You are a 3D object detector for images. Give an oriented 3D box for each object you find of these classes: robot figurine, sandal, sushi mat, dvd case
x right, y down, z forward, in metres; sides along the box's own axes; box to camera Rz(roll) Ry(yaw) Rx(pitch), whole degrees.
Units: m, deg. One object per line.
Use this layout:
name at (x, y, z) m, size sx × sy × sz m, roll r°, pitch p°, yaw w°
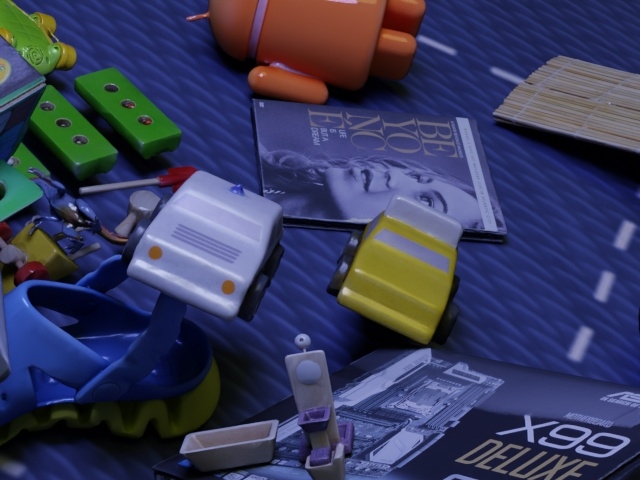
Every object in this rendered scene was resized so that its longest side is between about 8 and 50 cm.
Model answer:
robot figurine at (-0.013, -0.217, 1.561) m, size 0.219 × 0.158 × 0.128 m, roll 15°, pitch 19°, yaw -1°
sandal at (-0.218, 0.078, 1.163) m, size 0.317 × 0.138 × 0.126 m, roll -10°, pitch 50°, yaw -24°
sushi mat at (0.334, -0.115, 1.564) m, size 0.316 × 0.019 × 0.151 m, roll 17°, pitch 39°, yaw 31°
dvd case at (0.051, -0.066, 1.494) m, size 0.221 × 0.018 × 0.164 m, roll 5°, pitch 42°, yaw -12°

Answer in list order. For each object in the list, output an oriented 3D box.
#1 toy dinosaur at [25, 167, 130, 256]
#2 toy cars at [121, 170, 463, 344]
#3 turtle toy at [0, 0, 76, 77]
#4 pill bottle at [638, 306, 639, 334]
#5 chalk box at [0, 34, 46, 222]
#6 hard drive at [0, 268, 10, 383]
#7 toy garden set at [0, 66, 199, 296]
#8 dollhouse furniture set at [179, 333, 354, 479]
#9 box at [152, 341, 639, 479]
toy dinosaur at (-0.205, -0.022, 1.292) m, size 0.090 × 0.047 × 0.082 m, roll 26°, pitch 15°, yaw -42°
toy cars at (0.000, 0.000, 1.230) m, size 0.393 × 0.087 × 0.176 m, roll 10°, pitch 20°, yaw -47°
turtle toy at (-0.288, -0.179, 1.480) m, size 0.095 × 0.066 × 0.130 m, roll 10°, pitch 32°, yaw -44°
pill bottle at (0.357, 0.036, 1.380) m, size 0.122 × 0.123 × 0.219 m, roll 30°, pitch 30°, yaw 16°
chalk box at (-0.287, -0.084, 1.117) m, size 0.213 × 0.132 × 0.132 m, roll 45°, pitch 44°, yaw 7°
hard drive at (-0.317, 0.048, 1.106) m, size 0.203 × 0.040 × 0.307 m, roll -19°, pitch 24°, yaw -6°
toy garden set at (-0.220, -0.044, 1.369) m, size 0.244 × 0.049 × 0.204 m, roll -21°, pitch 51°, yaw -36°
dollhouse furniture set at (-0.043, 0.112, 1.057) m, size 0.114 × 0.081 × 0.091 m, roll -10°, pitch 16°, yaw 8°
box at (0.076, 0.163, 1.086) m, size 0.242 × 0.077 × 0.307 m, roll -24°, pitch 20°, yaw -36°
